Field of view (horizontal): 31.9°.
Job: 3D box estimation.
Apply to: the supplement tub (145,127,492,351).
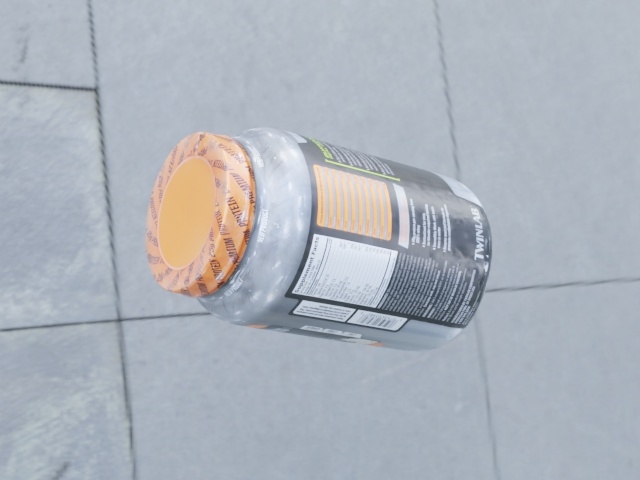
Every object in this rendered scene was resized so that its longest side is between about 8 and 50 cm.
[{"bbox_3d":[0.000,0.000,1.115,0.316,0.193,0.194,13,73,-35],"label":"supplement tub"}]
